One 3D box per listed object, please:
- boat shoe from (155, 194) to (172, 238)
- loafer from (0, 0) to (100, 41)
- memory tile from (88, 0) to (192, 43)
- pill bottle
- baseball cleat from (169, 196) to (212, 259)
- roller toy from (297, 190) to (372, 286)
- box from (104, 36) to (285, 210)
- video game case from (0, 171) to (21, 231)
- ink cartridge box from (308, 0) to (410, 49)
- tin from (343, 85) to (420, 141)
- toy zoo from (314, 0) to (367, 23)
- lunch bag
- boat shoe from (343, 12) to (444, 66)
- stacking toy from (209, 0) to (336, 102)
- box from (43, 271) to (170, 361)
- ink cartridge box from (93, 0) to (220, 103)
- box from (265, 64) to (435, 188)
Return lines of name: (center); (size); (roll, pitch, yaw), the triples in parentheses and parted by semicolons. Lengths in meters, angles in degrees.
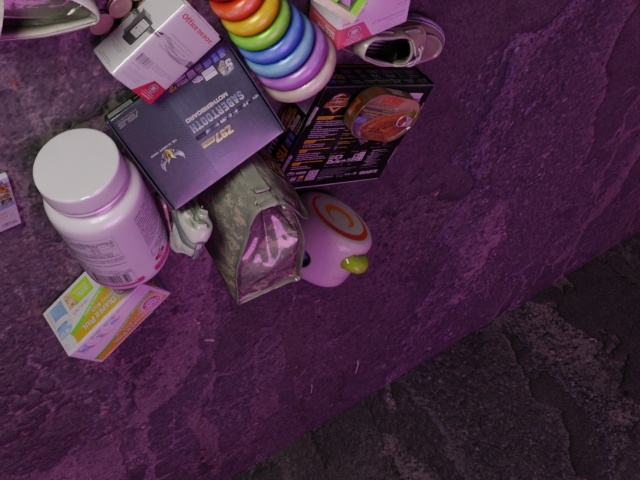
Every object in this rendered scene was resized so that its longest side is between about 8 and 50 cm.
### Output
boat shoe: (-0.278, -0.045, 1.772); (0.043, 0.049, 0.137); (-30, 148, -22)
loafer: (-0.418, -0.288, 1.131); (0.319, 0.111, 0.112); (-18, 147, -37)
memory tile: (-0.262, -0.335, 1.371); (0.148, 0.012, 0.113); (-40, 154, 3)
pill bottle: (-0.354, -0.049, 1.536); (0.160, 0.160, 0.283); (-33, 153, -12)
baseball cleat: (-0.246, -0.053, 1.624); (0.072, 0.206, 0.109); (4, 130, -28)
roller toy: (0.000, 0.000, 2.038); (0.191, 0.209, 0.146); (28, 117, -20)
box: (-0.201, -0.188, 1.518); (0.232, 0.059, 0.183); (-36, 114, -5)
video game case: (-0.525, -0.050, 1.484); (0.087, 0.011, 0.122); (-27, 151, -22)
ink cartridge box: (0.074, -0.442, 1.545); (0.158, 0.092, 0.218); (-27, 149, -23)
tin: (0.119, -0.244, 1.808); (0.189, 0.040, 0.106); (1, 137, -52)
toy zoo: (0.046, -0.487, 1.367); (0.192, 0.030, 0.293); (28, 119, -13)
lunch bag: (-0.135, -0.069, 1.701); (0.169, 0.235, 0.287); (-23, 150, -19)
boat shoe: (0.140, -0.361, 1.753); (0.302, 0.094, 0.109); (-8, 140, -46)
stacking toy: (-0.097, -0.350, 1.450); (0.141, 0.141, 0.330); (-41, 148, 3)
box: (-0.406, 0.120, 1.789); (0.203, 0.114, 0.103); (-45, 154, 8)
ink cartridge box: (-0.238, -0.290, 1.385); (0.150, 0.063, 0.109); (-42, 153, 5)
box: (0.049, -0.227, 1.869); (0.322, 0.079, 0.257); (-11, 140, -44)
